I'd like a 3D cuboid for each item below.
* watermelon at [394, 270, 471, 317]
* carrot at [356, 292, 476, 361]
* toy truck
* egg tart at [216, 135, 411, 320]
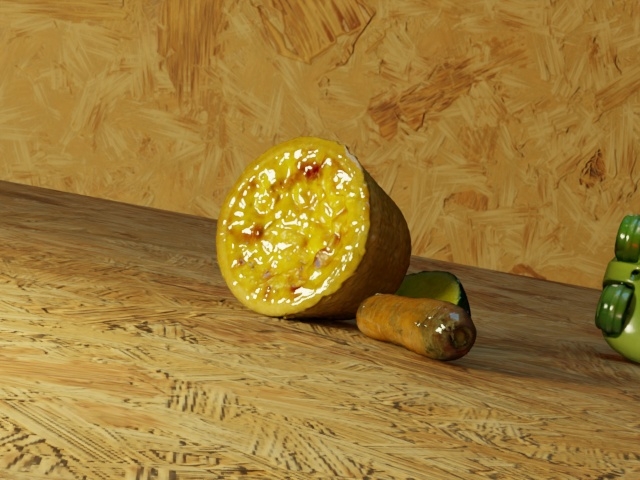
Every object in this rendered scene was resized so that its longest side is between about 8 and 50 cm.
[{"bbox_3d":[0.116,0.069,2.088,0.092,0.075,0.181,5,7,-29],"label":"watermelon"},{"bbox_3d":[0.095,0.083,1.900,0.060,0.060,0.186,9,2,-29],"label":"carrot"},{"bbox_3d":[0.428,0.059,2.301,0.148,0.187,0.210,14,4,20],"label":"toy truck"},{"bbox_3d":[0.000,0.000,2.050,0.202,0.203,0.147,13,-8,33],"label":"egg tart"}]
